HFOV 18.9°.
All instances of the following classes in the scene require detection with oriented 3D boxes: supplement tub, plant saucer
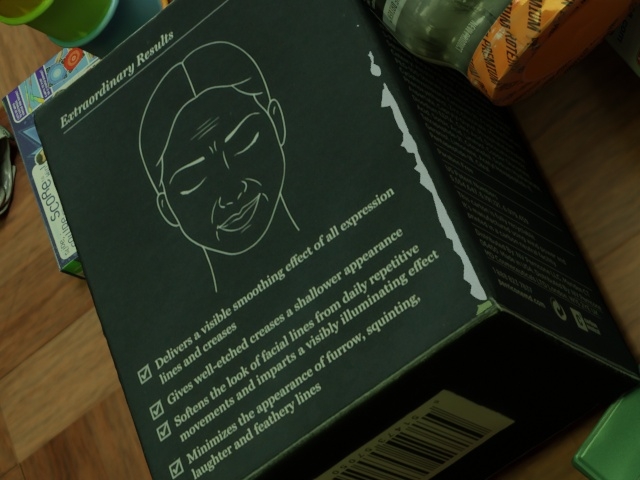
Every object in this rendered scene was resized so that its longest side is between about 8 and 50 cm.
[{"bbox_3d":[0.075,-0.256,1.320,0.193,0.193,0.316,-43,76,17],"label":"supplement tub"},{"bbox_3d":[0.251,0.099,1.356,0.067,0.018,0.192,40,99,37],"label":"plant saucer"}]

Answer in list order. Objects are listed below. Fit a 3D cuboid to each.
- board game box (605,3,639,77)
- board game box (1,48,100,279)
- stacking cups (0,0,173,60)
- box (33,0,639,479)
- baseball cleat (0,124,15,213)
[{"bbox_3d":[0.311,-0.185,1.248,0.302,0.086,0.308,55,151,33],"label":"board game box"},{"bbox_3d":[-0.203,-0.084,1.725,0.136,0.035,0.201,-35,58,21],"label":"board game box"},{"bbox_3d":[-0.173,-0.179,1.556,0.096,0.316,0.096,-14,65,33],"label":"stacking cups"},{"bbox_3d":[0.000,0.000,1.434,0.293,0.212,0.395,-36,55,21],"label":"box"},{"bbox_3d":[-0.358,-0.027,1.794,0.109,0.072,0.206,37,101,31],"label":"baseball cleat"}]
